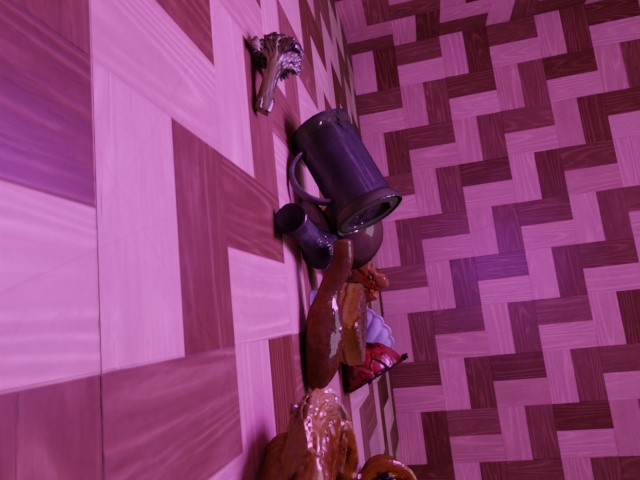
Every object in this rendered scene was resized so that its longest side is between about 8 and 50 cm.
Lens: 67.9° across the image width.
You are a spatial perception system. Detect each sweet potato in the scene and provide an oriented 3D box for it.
[{"bbox_3d":[0.019,0.185,1.201,0.109,0.109,0.385,42,56,-72],"label":"sweet potato"}]

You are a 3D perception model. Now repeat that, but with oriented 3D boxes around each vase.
[{"bbox_3d":[-0.034,-0.012,1.185,0.237,0.115,0.115,47,37,-65],"label":"vase"}]

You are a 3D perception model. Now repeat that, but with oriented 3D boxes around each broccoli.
[{"bbox_3d":[-0.112,-0.379,1.092,0.122,0.118,0.204,82,21,-67],"label":"broccoli"}]

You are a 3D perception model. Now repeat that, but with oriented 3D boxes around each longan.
[{"bbox_3d":[0.097,-0.020,1.545,0.248,0.248,0.248,-8,90,-78],"label":"longan"}]

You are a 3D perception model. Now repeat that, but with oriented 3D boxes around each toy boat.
[{"bbox_3d":[0.180,0.393,1.820,0.100,0.199,0.290,-38,132,-34],"label":"toy boat"}]

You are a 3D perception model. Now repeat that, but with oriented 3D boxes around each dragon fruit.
[{"bbox_3d":[0.161,0.418,1.668,0.218,0.224,0.148,-10,60,-45],"label":"dragon fruit"}]

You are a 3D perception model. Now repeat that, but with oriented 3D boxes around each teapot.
[{"bbox_3d":[0.036,-0.195,1.319,0.337,0.270,0.200,62,-27,16],"label":"teapot"}]

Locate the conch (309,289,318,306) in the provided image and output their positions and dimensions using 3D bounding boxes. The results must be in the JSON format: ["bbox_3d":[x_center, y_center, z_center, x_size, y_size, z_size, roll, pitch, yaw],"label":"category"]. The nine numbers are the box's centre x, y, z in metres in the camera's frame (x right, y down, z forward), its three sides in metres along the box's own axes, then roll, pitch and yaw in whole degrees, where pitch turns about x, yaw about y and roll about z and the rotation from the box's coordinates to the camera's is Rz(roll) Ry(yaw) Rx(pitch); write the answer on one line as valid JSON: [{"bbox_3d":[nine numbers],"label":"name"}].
[{"bbox_3d":[0.002,0.171,1.342,0.085,0.056,0.076,-36,105,-77],"label":"conch"}]

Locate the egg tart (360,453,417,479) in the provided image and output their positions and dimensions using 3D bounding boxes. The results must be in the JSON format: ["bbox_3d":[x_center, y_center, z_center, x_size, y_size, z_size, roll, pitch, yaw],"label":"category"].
[{"bbox_3d":[0.224,0.832,1.617,0.171,0.215,0.215,67,15,-87],"label":"egg tart"}]

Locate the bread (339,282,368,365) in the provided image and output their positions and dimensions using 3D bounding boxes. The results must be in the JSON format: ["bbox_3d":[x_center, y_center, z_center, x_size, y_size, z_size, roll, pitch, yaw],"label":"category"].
[{"bbox_3d":[0.096,0.276,1.597,0.234,0.110,0.184,-73,156,-60],"label":"bread"}]

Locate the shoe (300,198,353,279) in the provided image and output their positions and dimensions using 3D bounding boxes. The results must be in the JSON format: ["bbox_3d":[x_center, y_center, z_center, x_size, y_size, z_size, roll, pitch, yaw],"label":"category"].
[{"bbox_3d":[0.000,0.000,1.360,0.103,0.098,0.275,40,25,-81],"label":"shoe"}]

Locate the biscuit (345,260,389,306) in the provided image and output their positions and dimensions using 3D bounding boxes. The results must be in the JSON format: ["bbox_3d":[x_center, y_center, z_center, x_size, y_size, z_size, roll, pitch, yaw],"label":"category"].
[{"bbox_3d":[0.128,0.161,1.693,0.041,0.212,0.239,-42,151,-54],"label":"biscuit"}]

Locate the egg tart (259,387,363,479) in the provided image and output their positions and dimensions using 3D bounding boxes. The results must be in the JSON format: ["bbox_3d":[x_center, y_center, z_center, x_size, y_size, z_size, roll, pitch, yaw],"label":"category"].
[{"bbox_3d":[-0.019,0.461,0.799,0.339,0.153,0.352,-74,154,-62],"label":"egg tart"}]
